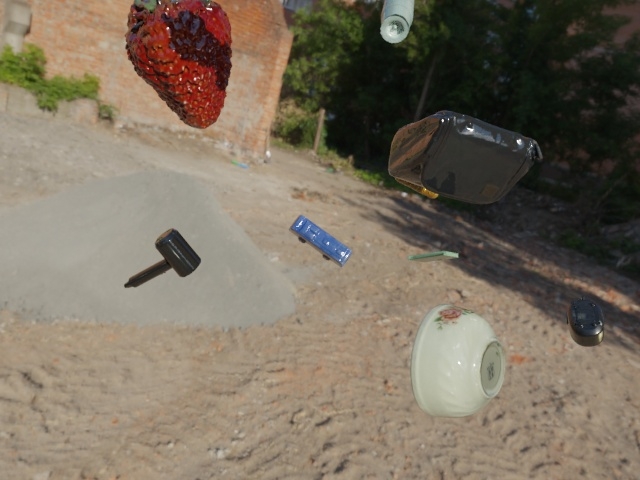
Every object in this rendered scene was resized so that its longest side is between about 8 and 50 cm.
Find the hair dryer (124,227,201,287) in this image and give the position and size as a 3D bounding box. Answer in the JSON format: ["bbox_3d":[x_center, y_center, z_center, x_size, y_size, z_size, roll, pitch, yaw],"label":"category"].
[{"bbox_3d":[-0.436,0.062,1.409,0.248,0.114,0.071,-24,24,26],"label":"hair dryer"}]

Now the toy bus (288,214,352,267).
[{"bbox_3d":[0.002,-0.003,1.889,0.236,0.079,0.094,35,-16,2],"label":"toy bus"}]

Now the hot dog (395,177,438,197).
[{"bbox_3d":[0.321,-0.200,1.776,0.165,0.071,0.045,27,2,1],"label":"hot dog"}]

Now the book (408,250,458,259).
[{"bbox_3d":[0.373,0.053,1.768,0.135,0.017,0.103,-12,-15,43],"label":"book"}]

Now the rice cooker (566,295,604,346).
[{"bbox_3d":[0.875,0.267,1.776,0.112,0.165,0.106,-9,-39,20],"label":"rice cooker"}]

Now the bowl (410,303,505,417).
[{"bbox_3d":[0.345,0.292,1.279,0.145,0.277,0.277,-2,-1,43],"label":"bowl"}]

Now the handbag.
[{"bbox_3d":[0.353,-0.190,1.349,0.301,0.178,0.275,15,-2,-17],"label":"handbag"}]

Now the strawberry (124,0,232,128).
[{"bbox_3d":[-0.354,-0.465,1.408,0.267,0.351,0.312,-31,38,-25],"label":"strawberry"}]

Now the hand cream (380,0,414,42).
[{"bbox_3d":[0.158,-0.475,1.037,0.058,0.085,0.331,9,46,7],"label":"hand cream"}]
